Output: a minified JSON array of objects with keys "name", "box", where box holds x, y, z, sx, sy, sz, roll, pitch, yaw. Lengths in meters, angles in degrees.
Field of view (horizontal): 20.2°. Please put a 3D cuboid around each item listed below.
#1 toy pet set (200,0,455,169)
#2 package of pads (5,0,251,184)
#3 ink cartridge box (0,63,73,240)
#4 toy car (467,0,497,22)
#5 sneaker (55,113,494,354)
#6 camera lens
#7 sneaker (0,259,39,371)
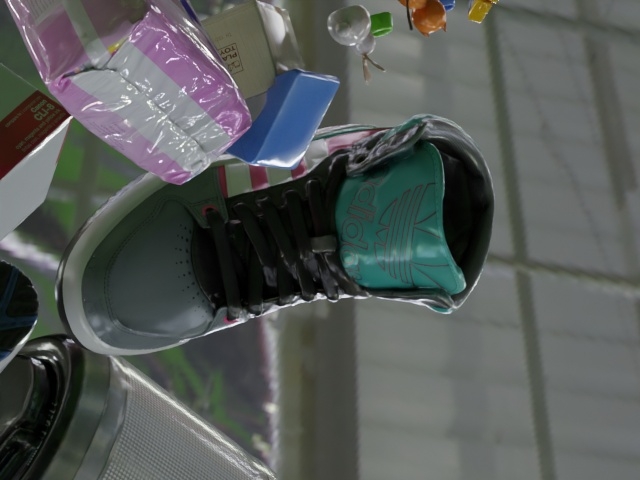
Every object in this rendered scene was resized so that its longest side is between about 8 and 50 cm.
[{"name":"toy pet set","box":[-0.006,-0.063,0.767,0.114,0.122,0.065,1,-109,-67]},{"name":"package of pads","box":[-0.051,-0.056,0.414,0.032,0.050,0.083,-35,-128,7]},{"name":"ink cartridge box","box":[-0.329,-0.087,1.542,0.176,0.128,0.127,35,-132,6]},{"name":"toy car","box":[0.059,-0.174,1.025,0.060,0.040,0.122,-1,-120,-20]},{"name":"sneaker","box":[0.000,0.000,1.094,0.295,0.124,0.178,-25,-162,-38]},{"name":"camera lens","box":[-0.148,0.215,1.278,0.274,0.219,0.219,40,-146,-26]},{"name":"sneaker","box":[-0.249,0.098,1.040,0.211,0.081,0.080,-37,-97,-24]}]
